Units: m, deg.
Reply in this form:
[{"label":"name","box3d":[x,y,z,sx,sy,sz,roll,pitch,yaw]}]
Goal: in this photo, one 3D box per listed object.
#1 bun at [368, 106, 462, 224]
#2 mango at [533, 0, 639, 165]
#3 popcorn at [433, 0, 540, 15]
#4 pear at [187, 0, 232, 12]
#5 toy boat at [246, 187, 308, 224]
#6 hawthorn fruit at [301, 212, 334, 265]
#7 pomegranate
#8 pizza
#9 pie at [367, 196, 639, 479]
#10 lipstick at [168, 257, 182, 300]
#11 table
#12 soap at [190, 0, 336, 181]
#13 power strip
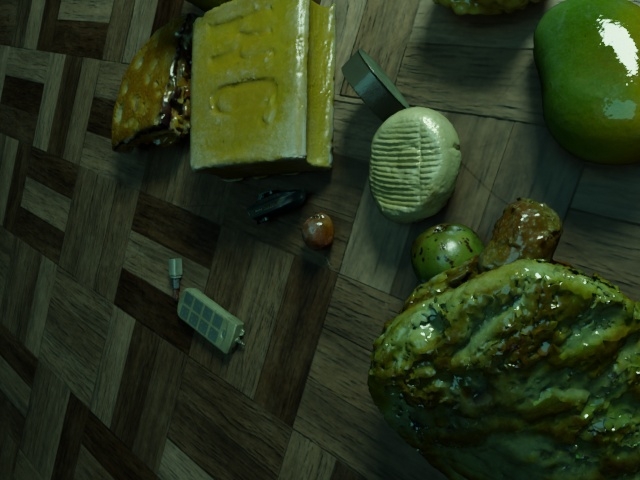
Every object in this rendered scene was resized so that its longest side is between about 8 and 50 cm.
[{"label":"bun","box3d":[0.155,-0.119,0.688,0.163,0.111,0.189,5,100,40]},{"label":"mango","box3d":[0.374,-0.218,0.555,0.156,0.114,0.251,-25,62,39]},{"label":"popcorn","box3d":[0.248,-0.403,0.612,0.194,0.163,0.140,22,126,5]},{"label":"pear","box3d":[-0.195,-0.606,0.838,0.294,0.294,0.295,-2,86,32]},{"label":"toy boat","box3d":[-0.083,-0.080,0.859,0.141,0.055,0.060,-18,85,30]},{"label":"hawthorn fruit","box3d":[0.000,0.000,0.809,0.066,0.066,0.103,-1,113,32]},{"label":"pomegranate","box3d":[0.201,0.042,0.654,0.114,0.114,0.142,-4,113,32]},{"label":"pizza","box3d":[-0.396,-0.364,1.035,0.277,0.114,0.409,44,110,27]},{"label":"pie","box3d":[0.277,0.207,0.529,0.418,0.180,0.395,44,116,2]},{"label":"lipstick","box3d":[-0.360,0.097,1.041,0.025,0.025,0.107,2,94,32]},{"label":"table","box3d":[0.095,-0.259,0.711,0.043,0.133,0.134,-39,69,25]},{"label":"soap","box3d":[-0.119,-0.299,0.840,0.293,0.156,0.336,1,89,27]},{"label":"power strip","box3d":[-0.255,0.185,0.967,0.226,0.029,0.080,27,101,30]}]
